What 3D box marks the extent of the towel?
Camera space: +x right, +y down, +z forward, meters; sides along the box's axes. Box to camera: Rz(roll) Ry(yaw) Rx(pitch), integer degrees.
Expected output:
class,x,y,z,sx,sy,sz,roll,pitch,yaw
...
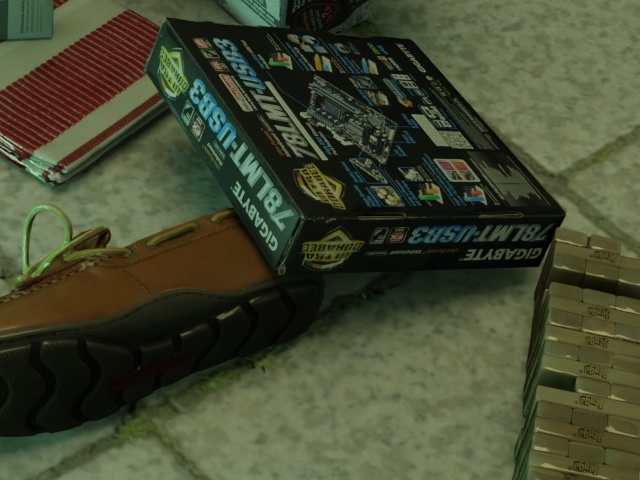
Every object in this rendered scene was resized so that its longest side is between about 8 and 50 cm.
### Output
class,x,y,z,sx,sy,sz,roll,pitch,yaw
towel,-0.301,-0.194,1.621,0.329,0.037,0.237,33,50,19

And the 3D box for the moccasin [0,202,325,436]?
class,x,y,z,sx,sy,sz,roll,pitch,yaw
moccasin,-0.181,0.051,1.337,0.380,0.139,0.147,-21,53,-27

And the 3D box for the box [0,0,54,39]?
class,x,y,z,sx,sy,sz,roll,pitch,yaw
box,-0.347,-0.255,1.543,0.186,0.145,0.038,-4,46,-16

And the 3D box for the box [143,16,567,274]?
class,x,y,z,sx,sy,sz,roll,pitch,yaw
box,0.029,-0.088,1.481,0.293,0.073,0.295,-2,41,-35

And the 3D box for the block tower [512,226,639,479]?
class,x,y,z,sx,sy,sz,roll,pitch,yaw
block tower,0.216,0.141,1.353,0.091,0.097,0.335,12,47,2

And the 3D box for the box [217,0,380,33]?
class,x,y,z,sx,sy,sz,roll,pitch,yaw
box,-0.060,-0.336,1.708,0.142,0.163,0.247,-27,57,-28
